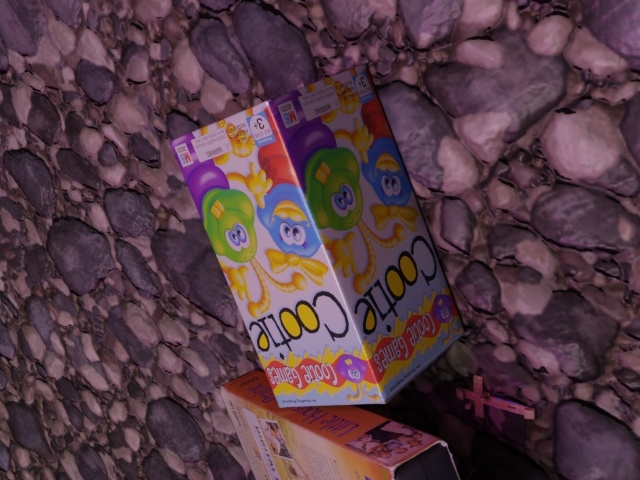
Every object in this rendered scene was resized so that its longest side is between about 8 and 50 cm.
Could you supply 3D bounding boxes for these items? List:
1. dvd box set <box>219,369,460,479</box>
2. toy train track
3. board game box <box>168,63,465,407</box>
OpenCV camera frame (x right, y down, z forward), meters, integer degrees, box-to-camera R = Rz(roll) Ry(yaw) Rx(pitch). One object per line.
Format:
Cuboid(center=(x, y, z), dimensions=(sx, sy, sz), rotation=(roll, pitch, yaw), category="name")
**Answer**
Cuboid(center=(0.040, 0.304, 0.877), dimensions=(0.420, 0.062, 0.308), rotation=(-2, 111, 65), category="dvd box set")
Cuboid(center=(0.168, 0.159, 0.832), dimensions=(0.083, 0.014, 0.048), rotation=(10, 118, 36), category="toy train track")
Cuboid(center=(0.000, 0.000, 0.802), dimensions=(0.144, 0.142, 0.275), rotation=(-13, 102, 44), category="board game box")
